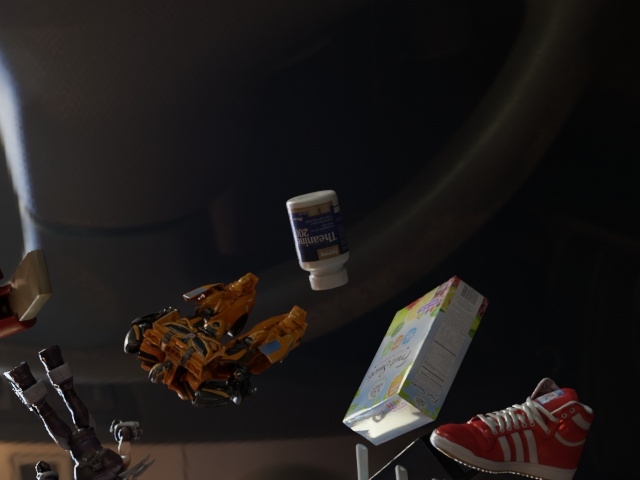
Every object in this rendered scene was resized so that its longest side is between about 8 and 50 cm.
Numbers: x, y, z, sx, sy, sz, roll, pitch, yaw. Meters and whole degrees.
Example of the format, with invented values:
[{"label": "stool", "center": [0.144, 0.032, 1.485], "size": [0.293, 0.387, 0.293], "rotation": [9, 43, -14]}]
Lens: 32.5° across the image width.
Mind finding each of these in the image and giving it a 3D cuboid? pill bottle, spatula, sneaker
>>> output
[{"label": "pill bottle", "center": [0.000, 0.000, 1.413], "size": [0.067, 0.067, 0.120], "rotation": [1, 107, 56]}, {"label": "spatula", "center": [0.107, 0.337, 1.423], "size": [0.019, 0.168, 0.242], "rotation": [-63, 5, 14]}, {"label": "sneaker", "center": [0.134, 0.124, 0.747], "size": [0.042, 0.118, 0.067], "rotation": [44, 117, 60]}]

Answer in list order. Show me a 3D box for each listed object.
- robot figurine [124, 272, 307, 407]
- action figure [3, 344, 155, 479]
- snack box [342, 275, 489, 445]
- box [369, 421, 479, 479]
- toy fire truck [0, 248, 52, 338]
[{"label": "robot figurine", "center": [-0.154, 0.144, 1.645], "size": [0.211, 0.291, 0.085], "rotation": [33, 118, 19]}, {"label": "action figure", "center": [-0.379, 0.305, 1.717], "size": [0.285, 0.185, 0.099], "rotation": [59, 149, 6]}, {"label": "snack box", "center": [0.133, 0.170, 1.539], "size": [0.070, 0.207, 0.174], "rotation": [34, 148, -9]}, {"label": "box", "center": [0.155, 0.372, 1.706], "size": [0.156, 0.158, 0.093], "rotation": [-44, 73, 19]}, {"label": "toy fire truck", "center": [-0.351, 0.018, 1.057], "size": [0.246, 0.158, 0.217], "rotation": [-18, 97, 16]}]
